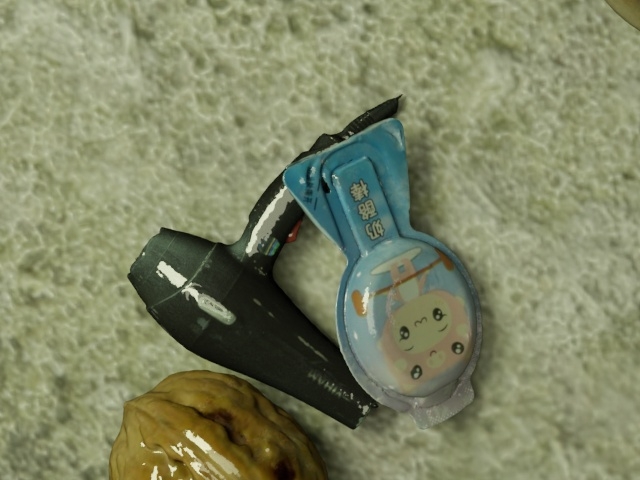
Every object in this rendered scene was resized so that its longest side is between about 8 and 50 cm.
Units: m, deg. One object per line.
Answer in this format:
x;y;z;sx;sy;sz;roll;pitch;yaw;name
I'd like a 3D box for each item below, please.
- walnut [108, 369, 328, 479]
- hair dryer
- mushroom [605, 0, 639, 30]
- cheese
-0.088;0.189;1.563;0.184;0.155;0.155;40;100;5;walnut
0.000;0.000;1.575;0.235;0.091;0.272;34;96;-2;hair dryer
0.292;-0.241;1.430;0.207;0.215;0.207;1;101;7;mushroom
0.060;0.033;1.545;0.135;0.052;0.245;-27;102;-28;cheese
